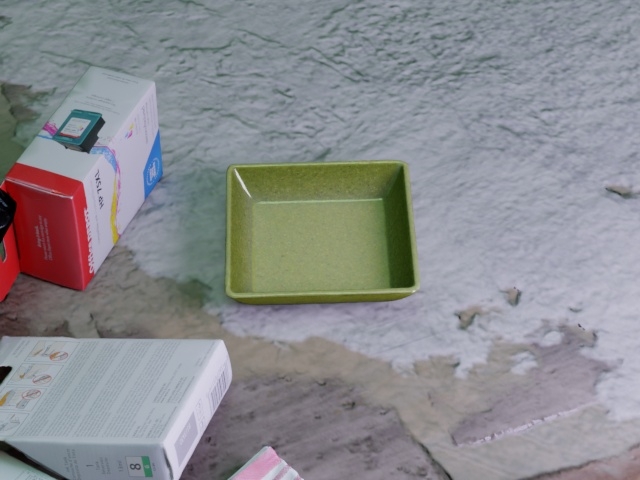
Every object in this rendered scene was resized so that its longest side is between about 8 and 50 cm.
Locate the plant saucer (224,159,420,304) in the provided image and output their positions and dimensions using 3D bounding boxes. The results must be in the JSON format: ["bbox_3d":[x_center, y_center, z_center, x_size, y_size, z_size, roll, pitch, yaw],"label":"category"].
[{"bbox_3d":[0.000,0.000,1.637,0.188,0.045,0.188,-2,45,0],"label":"plant saucer"}]

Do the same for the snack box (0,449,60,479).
[{"bbox_3d":[-0.388,0.228,1.405,0.322,0.060,0.187,23,48,22],"label":"snack box"}]

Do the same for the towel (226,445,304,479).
[{"bbox_3d":[-0.031,0.271,1.381,0.144,0.029,0.197,-35,54,-28],"label":"towel"}]

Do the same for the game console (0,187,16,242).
[{"bbox_3d":[-0.442,-0.022,1.589,0.361,0.044,0.213,34,96,39],"label":"game console"}]

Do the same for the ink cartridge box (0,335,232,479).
[{"bbox_3d":[-0.211,0.150,1.461,0.225,0.056,0.181,-2,26,16],"label":"ink cartridge box"}]

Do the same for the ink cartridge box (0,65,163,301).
[{"bbox_3d":[-0.242,-0.049,1.625,0.078,0.134,0.231,16,48,14],"label":"ink cartridge box"}]
